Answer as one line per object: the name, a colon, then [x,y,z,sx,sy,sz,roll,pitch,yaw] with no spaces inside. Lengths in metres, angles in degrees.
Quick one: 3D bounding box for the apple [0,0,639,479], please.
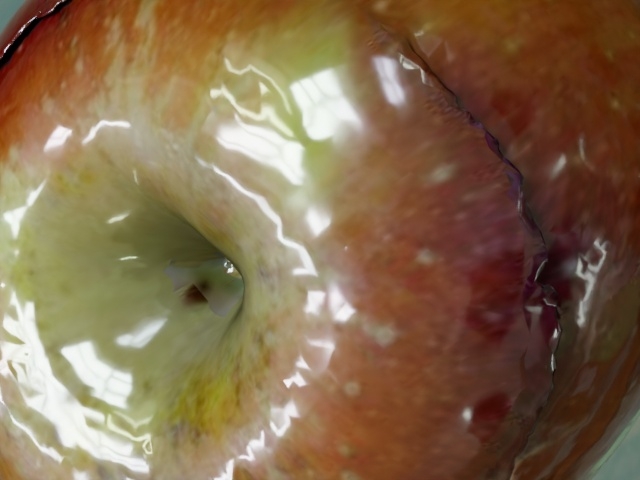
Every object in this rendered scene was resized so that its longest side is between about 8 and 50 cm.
apple: [0.000,0.000,0.654,0.251,0.206,0.272,34,117,22]
